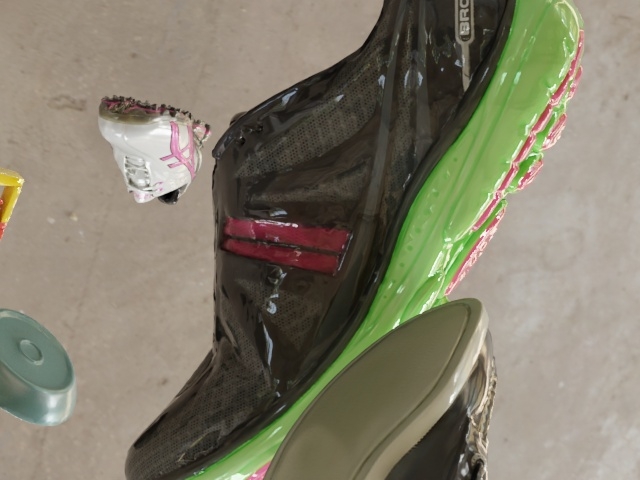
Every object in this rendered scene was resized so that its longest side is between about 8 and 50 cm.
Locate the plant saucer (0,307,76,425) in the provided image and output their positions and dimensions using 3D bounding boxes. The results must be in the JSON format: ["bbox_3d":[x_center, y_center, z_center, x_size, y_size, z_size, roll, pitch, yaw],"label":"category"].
[{"bbox_3d":[-0.237,0.094,0.825,0.021,0.119,0.119,-43,132,14],"label":"plant saucer"}]

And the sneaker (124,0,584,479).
[{"bbox_3d":[0.000,0.000,0.774,0.482,0.202,0.185,-55,162,4],"label":"sneaker"}]

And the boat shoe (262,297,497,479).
[{"bbox_3d":[0.037,0.162,0.574,0.113,0.127,0.340,54,34,-14],"label":"boat shoe"}]

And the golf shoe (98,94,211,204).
[{"bbox_3d":[-0.140,-0.073,0.881,0.186,0.068,0.085,19,83,-78],"label":"golf shoe"}]

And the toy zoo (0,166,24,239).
[{"bbox_3d":[-0.627,-0.031,1.772,0.192,0.030,0.293,2,122,-51],"label":"toy zoo"}]
